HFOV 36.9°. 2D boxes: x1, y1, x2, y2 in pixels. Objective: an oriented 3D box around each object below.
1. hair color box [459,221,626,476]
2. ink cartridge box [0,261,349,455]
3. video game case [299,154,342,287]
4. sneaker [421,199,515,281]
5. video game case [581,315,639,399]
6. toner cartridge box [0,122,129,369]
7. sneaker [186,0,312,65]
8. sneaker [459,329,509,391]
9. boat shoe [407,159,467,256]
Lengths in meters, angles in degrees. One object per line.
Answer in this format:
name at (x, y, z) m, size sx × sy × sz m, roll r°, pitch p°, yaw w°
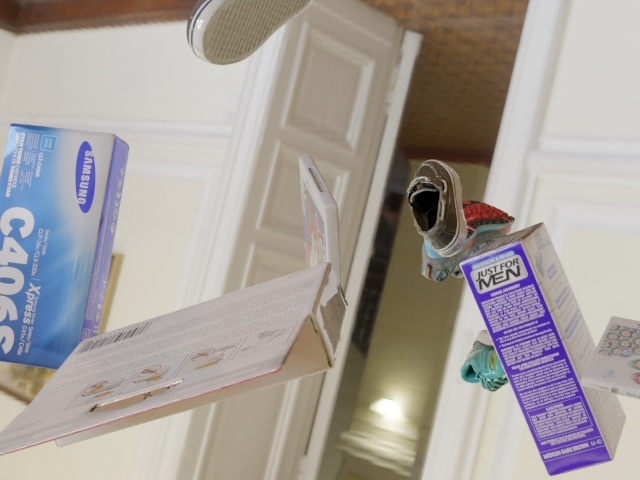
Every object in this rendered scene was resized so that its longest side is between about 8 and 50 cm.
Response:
hair color box at (0.338, 0.155, 1.437) m, size 0.110 × 0.338 × 0.185 m, roll -21°, pitch 180°, yaw 25°
ink cartridge box at (-0.133, 0.130, 0.899) m, size 0.296 × 0.066 × 0.261 m, roll -18°, pitch -165°, yaw 14°
video game case at (0.000, 0.000, 1.417) m, size 0.023 × 0.201 × 0.183 m, roll -9°, pitch -151°, yaw -9°
sneaker at (0.270, 0.004, 1.823) m, size 0.104 × 0.125 × 0.262 m, roll 33°, pitch -146°, yaw 33°
video game case at (0.450, 0.164, 1.312) m, size 0.143 × 0.019 × 0.157 m, roll 11°, pitch -145°, yaw 28°
toner cartridge box at (-0.394, 0.011, 1.402) m, size 0.165 × 0.347 × 0.075 m, roll 6°, pitch 173°, yaw 7°
sneaker at (-0.129, -0.362, 1.449) m, size 0.128 × 0.126 × 0.321 m, roll 24°, pitch -142°, yaw 18°
sneaker at (0.354, 0.244, 1.822) m, size 0.107 × 0.110 × 0.275 m, roll 42°, pitch 166°, yaw -9°
boat shoe at (0.175, -0.068, 1.493) m, size 0.070 × 0.078 × 0.219 m, roll 37°, pitch -155°, yaw -28°
